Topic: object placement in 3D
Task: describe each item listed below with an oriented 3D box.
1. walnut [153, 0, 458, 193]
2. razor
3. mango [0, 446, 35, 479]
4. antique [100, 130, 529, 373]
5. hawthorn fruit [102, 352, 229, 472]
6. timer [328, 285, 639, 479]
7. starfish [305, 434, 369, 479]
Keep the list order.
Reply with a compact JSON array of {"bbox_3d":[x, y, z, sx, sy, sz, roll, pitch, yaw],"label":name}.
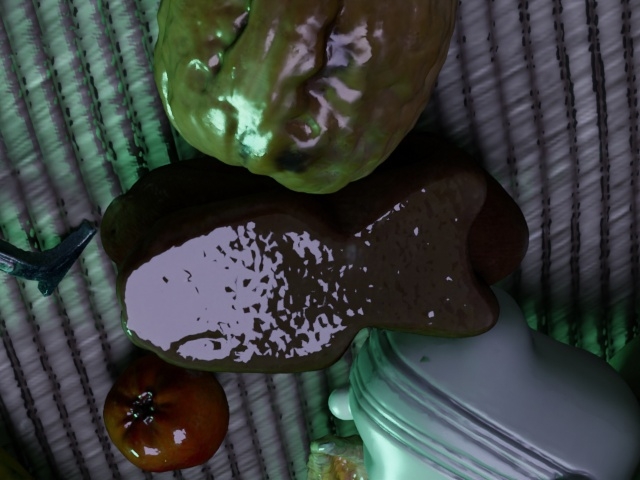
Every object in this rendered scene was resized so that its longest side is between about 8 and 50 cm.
[{"bbox_3d":[-0.007,-0.119,0.992,0.155,0.155,0.184,10,126,-17],"label":"walnut"},{"bbox_3d":[-0.233,-0.013,1.129,0.190,0.033,0.066,24,124,-26],"label":"razor"},{"bbox_3d":[-0.246,0.235,1.288,0.175,0.139,0.254,-32,122,7],"label":"mango"},{"bbox_3d":[0.000,0.000,1.108,0.257,0.143,0.121,-10,113,-9],"label":"antique"},{"bbox_3d":[-0.098,0.118,1.248,0.081,0.081,0.093,-27,160,16],"label":"hawthorn fruit"},{"bbox_3d":[0.160,0.143,1.201,0.315,0.291,0.291,29,124,-10],"label":"timer"},{"bbox_3d":[0.024,0.320,1.272,0.383,0.132,0.398,-23,101,-24],"label":"starfish"}]
